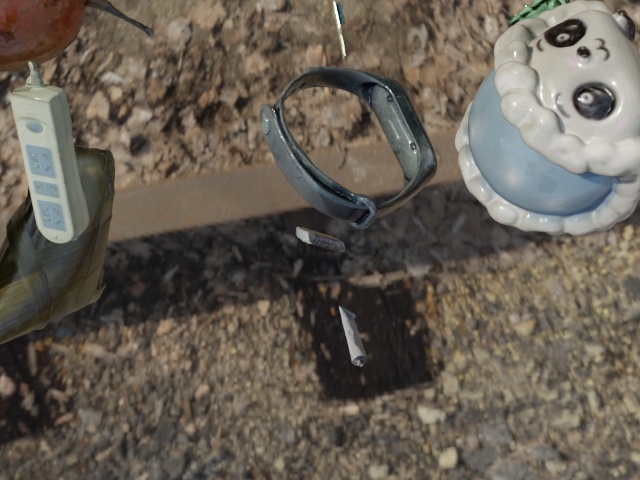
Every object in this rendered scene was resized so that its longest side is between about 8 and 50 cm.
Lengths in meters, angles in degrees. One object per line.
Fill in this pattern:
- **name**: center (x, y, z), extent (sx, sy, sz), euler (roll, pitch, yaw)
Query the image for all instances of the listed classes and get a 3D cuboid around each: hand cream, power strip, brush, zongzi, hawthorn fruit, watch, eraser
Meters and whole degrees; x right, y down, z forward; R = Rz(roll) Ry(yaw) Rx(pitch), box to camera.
- **hand cream**: center (0.040, 0.121, 1.437), extent (0.019, 0.093, 0.030), euler (-39, 129, 20)
- **power strip**: center (-0.249, -0.077, 1.058), extent (0.047, 0.030, 0.191), euler (11, 125, 23)
- **brush**: center (0.029, -0.294, 1.604), extent (0.013, 0.016, 0.084), euler (-9, 84, -7)
- **zongzi**: center (-0.338, 0.004, 1.353), extent (0.112, 0.242, 0.221), euler (19, 112, 17)
- **hawthorn fruit**: center (-0.420, -0.359, 1.572), extent (0.263, 0.231, 0.235), euler (-36, 146, -20)
- **watch**: center (0.036, -0.116, 1.403), extent (0.193, 0.068, 0.206), euler (-15, 72, -22)
- **eraser**: center (0.000, 0.000, 1.562), extent (0.099, 0.027, 0.019), euler (15, 99, -55)

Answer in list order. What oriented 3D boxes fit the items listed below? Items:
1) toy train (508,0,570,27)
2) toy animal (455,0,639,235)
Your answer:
- **toy train**: center (0.237, -0.241, 1.224), extent (0.053, 0.083, 0.033), euler (-28, 89, -25)
- **toy animal**: center (0.224, -0.121, 1.112), extent (0.156, 0.208, 0.204), euler (-4, 151, -12)
